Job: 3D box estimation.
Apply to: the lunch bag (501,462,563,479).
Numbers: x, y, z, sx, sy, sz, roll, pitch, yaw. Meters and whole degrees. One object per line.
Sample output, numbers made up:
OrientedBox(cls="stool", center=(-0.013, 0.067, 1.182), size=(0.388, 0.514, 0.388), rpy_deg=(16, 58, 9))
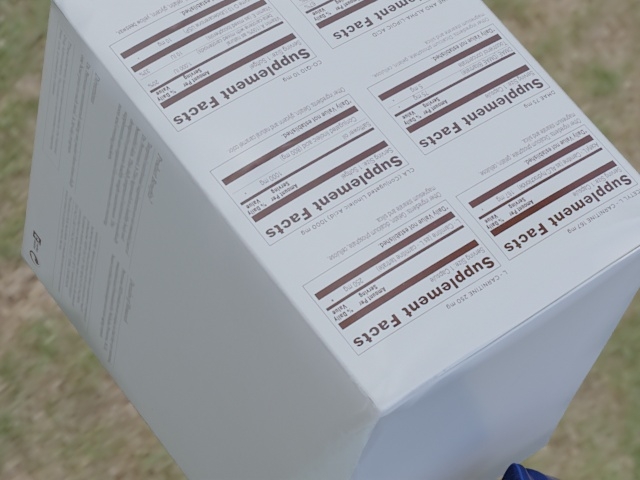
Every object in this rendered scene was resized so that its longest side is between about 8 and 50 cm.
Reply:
OrientedBox(cls="lunch bag", center=(0.094, 0.142, 0.814), size=(0.065, 0.098, 0.067), rpy_deg=(24, 18, -8))

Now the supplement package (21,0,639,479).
OrientedBox(cls="supplement package", center=(0.000, 0.000, 0.799), size=(0.149, 0.194, 0.203), rpy_deg=(-30, 69, -26))
